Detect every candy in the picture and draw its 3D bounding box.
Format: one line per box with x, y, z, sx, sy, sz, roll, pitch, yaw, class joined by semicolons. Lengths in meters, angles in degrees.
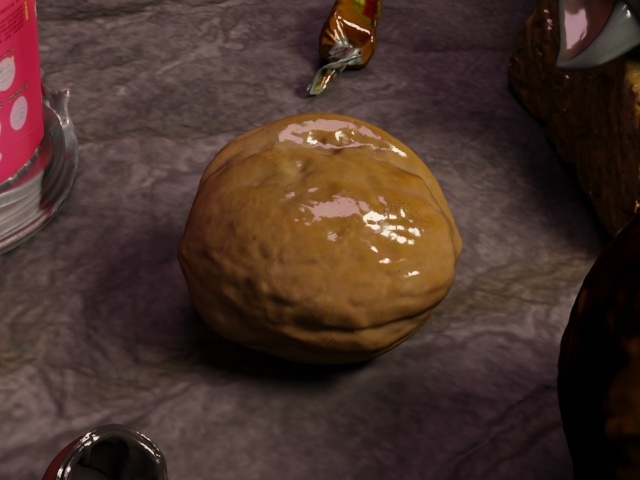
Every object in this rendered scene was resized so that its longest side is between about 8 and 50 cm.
0.026;-0.173;1.062;0.046;0.053;0.182;19;39;-1;candy

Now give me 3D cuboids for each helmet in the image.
-0.111;0.134;0.626;0.065;0.049;0.084;28;54;-36;helmet

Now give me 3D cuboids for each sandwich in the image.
0.302;-0.123;0.999;0.262;0.131;0.325;-1;38;-13;sandwich

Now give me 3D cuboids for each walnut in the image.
0.000;0.000;0.756;0.167;0.149;0.166;-1;11;0;walnut

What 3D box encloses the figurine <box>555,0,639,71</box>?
0.231;-0.240;0.887;0.193;0.140;0.265;-8;57;-6;figurine

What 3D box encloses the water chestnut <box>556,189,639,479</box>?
0.257;0.083;0.646;0.300;0.300;0.300;7;37;-5;water chestnut

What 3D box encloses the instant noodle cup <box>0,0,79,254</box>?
-0.277;-0.122;0.806;0.258;0.181;0.302;18;38;8;instant noodle cup
